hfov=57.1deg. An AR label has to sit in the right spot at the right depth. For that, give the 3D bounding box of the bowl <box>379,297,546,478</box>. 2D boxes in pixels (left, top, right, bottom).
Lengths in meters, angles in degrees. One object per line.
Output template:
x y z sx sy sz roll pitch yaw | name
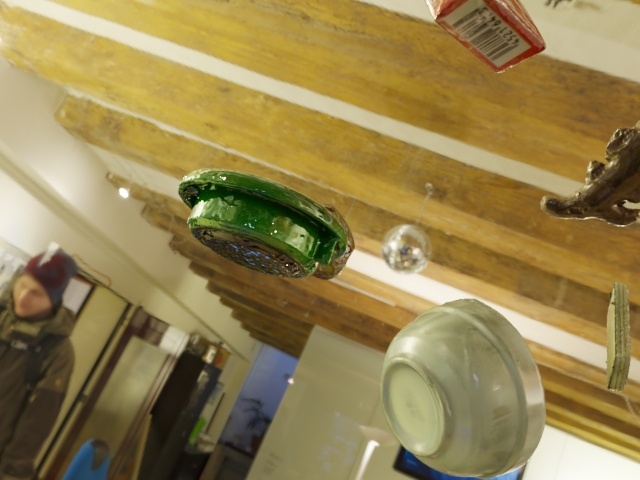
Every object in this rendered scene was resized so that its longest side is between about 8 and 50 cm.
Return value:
0.215 0.264 1.013 0.163 0.307 0.307 -8 1 -31 | bowl

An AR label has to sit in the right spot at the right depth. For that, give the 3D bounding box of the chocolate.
0.279 -0.448 1.080 0.237 0.235 0.108 17 -43 -40 | chocolate

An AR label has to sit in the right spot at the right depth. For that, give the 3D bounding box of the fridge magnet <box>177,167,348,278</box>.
-0.069 -0.018 0.684 0.208 0.088 0.208 18 -18 6 | fridge magnet

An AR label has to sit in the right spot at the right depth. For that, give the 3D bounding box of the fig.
0.000 0.000 1.283 0.154 0.166 0.144 -6 21 -8 | fig

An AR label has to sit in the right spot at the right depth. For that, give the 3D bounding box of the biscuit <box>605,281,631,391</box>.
0.609 0.194 1.202 0.040 0.199 0.121 3 -45 23 | biscuit

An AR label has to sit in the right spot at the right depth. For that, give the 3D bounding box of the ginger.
0.621 -0.133 1.184 0.166 0.333 0.080 44 22 6 | ginger
